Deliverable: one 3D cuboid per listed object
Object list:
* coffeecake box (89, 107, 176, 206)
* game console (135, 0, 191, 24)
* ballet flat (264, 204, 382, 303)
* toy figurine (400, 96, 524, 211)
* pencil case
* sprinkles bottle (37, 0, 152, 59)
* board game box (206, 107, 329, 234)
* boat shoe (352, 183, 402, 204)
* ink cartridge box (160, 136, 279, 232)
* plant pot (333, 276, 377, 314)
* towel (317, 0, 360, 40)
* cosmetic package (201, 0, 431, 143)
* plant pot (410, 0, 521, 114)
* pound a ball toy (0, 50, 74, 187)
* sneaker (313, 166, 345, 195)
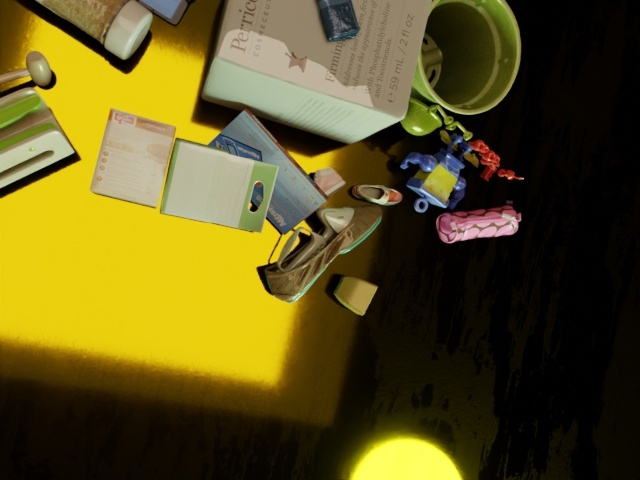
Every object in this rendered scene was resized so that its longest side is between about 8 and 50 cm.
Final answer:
[{"bbox_3d":[-0.411,-0.179,1.225,0.143,0.068,0.185,14,87,-17],"label":"coffeecake box"},{"bbox_3d":[-0.349,-0.568,1.238,0.122,0.107,0.071,29,54,-16],"label":"game console"},{"bbox_3d":[0.000,0.000,1.332,0.342,0.116,0.124,-41,115,-7],"label":"ballet flat"},{"bbox_3d":[0.295,-0.169,1.381,0.363,0.191,0.217,29,99,-32],"label":"toy figurine"},{"bbox_3d":[0.420,-0.046,1.471,0.210,0.098,0.095,-9,94,-16],"label":"pencil case"},{"bbox_3d":[-0.535,-0.530,1.153,0.356,0.121,0.121,32,82,-15],"label":"sprinkles bottle"},{"bbox_3d":[-0.126,-0.156,1.297,0.145,0.027,0.281,-37,104,21],"label":"board game box"},{"bbox_3d":[0.150,-0.119,1.414,0.137,0.043,0.049,9,86,-19],"label":"boat shoe"},{"bbox_3d":[-0.232,-0.123,1.267,0.235,0.056,0.171,12,104,-18],"label":"ink cartridge box"},{"bbox_3d":[0.081,0.130,1.380,0.083,0.081,0.081,29,83,-5],"label":"plant pot"},{"bbox_3d":[0.029,-0.438,1.037,0.067,0.029,0.119,-17,97,-15],"label":"towel"},{"bbox_3d":[-0.021,-0.437,1.207,0.394,0.327,0.329,14,87,-16],"label":"cosmetic package"},{"bbox_3d":[0.285,-0.438,1.328,0.276,0.254,0.275,-4,101,-21],"label":"plant pot"},{"bbox_3d":[-0.660,-0.218,1.133,0.319,0.135,0.208,-31,74,-14],"label":"pound a ball toy"},{"bbox_3d":[-0.010,-0.130,1.363,0.134,0.051,0.070,-34,88,-8],"label":"sneaker"}]
